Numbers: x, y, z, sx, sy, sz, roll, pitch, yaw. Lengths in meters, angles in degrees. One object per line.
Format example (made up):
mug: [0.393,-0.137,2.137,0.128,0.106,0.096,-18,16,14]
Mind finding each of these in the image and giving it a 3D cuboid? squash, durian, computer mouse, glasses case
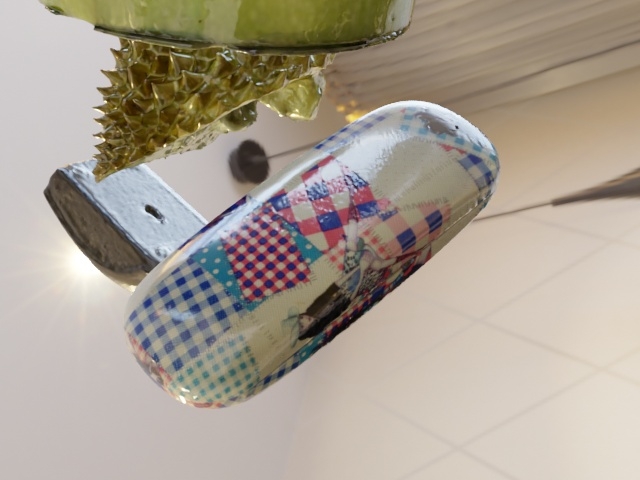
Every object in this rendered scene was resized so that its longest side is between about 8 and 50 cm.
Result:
squash: [-0.052,-0.155,0.551,0.219,0.219,0.041,-32,-45,-50]
durian: [-0.081,-0.150,0.913,0.306,0.172,0.166,-48,-26,-63]
computer mouse: [-0.239,-0.002,1.301,0.269,0.100,0.170,42,-152,25]
glasses case: [0.000,0.000,0.737,0.327,0.125,0.076,-37,-34,-24]
